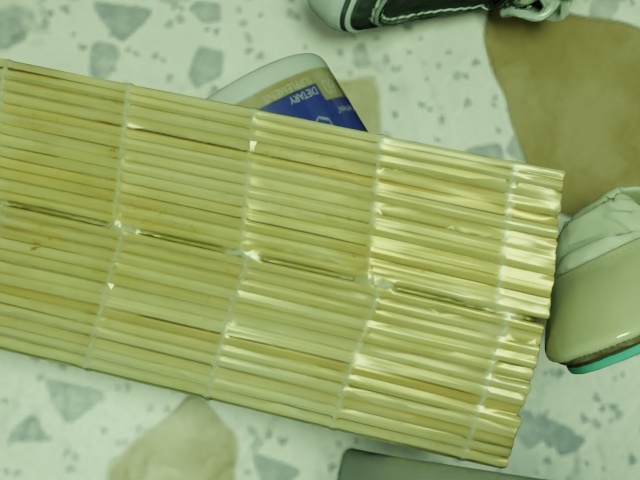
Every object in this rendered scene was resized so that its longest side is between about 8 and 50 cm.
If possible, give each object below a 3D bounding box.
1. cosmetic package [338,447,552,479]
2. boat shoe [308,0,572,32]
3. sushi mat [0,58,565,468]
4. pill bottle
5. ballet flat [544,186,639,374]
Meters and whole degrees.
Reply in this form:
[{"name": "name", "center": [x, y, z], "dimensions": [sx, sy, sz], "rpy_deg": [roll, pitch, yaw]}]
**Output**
[{"name": "cosmetic package", "center": [0.109, 0.211, 0.383], "dimensions": [0.161, 0.453, 0.230], "rpy_deg": [11, 79, -9]}, {"name": "boat shoe", "center": [0.139, -0.193, 0.634], "dimensions": [0.306, 0.113, 0.105], "rpy_deg": [-29, 72, -22]}, {"name": "sushi mat", "center": [-0.043, 0.008, 0.514], "dimensions": [0.317, 0.019, 0.151], "rpy_deg": [12, 93, 6]}, {"name": "pill bottle", "center": [0.000, 0.000, 0.575], "dimensions": [0.112, 0.112, 0.186], "rpy_deg": [-31, 87, -14]}, {"name": "ballet flat", "center": [0.171, 0.010, 0.564], "dimensions": [0.086, 0.248, 0.086], "rpy_deg": [4, 98, 29]}]
